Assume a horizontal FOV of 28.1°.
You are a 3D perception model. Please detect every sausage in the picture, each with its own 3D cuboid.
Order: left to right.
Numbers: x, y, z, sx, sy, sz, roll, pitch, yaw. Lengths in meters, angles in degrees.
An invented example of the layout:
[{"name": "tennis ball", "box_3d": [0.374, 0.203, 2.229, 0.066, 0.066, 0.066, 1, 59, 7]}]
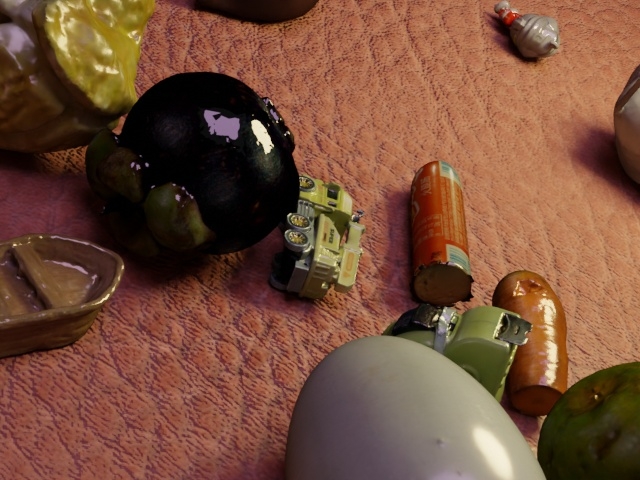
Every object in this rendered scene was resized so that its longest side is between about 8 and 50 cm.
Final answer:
[{"name": "sausage", "box_3d": [0.152, -0.021, 1.629, 0.083, 0.083, 0.264, 17, 35, -10]}]

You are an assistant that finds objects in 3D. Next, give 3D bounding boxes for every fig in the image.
[{"name": "fig", "box_3d": [0.352, 0.269, 1.326, 0.275, 0.206, 0.206, 59, 37, -10]}]

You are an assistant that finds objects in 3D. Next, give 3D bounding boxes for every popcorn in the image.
[{"name": "popcorn", "box_3d": [-0.327, -0.234, 1.490, 0.276, 0.225, 0.277, 36, 41, -39]}]

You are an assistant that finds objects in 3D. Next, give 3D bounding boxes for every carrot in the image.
[{"name": "carrot", "box_3d": [0.253, 0.118, 1.507, 0.087, 0.087, 0.193, 12, 40, -17]}]

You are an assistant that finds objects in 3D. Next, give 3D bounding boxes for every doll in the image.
[{"name": "doll", "box_3d": [0.353, -0.357, 2.168, 0.094, 0.079, 0.180, 30, 14, -36]}]

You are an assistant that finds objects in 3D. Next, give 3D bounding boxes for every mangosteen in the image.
[{"name": "mangosteen", "box_3d": [-0.141, -0.079, 1.430, 0.242, 0.243, 0.243, 16, 37, -12]}]

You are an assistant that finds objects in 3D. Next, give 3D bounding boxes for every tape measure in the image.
[{"name": "tape measure", "box_3d": [0.127, 0.141, 1.341, 0.154, 0.178, 0.087, 17, 34, 12]}]

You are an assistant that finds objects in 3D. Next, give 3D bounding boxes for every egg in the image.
[{"name": "egg", "box_3d": [0.083, 0.230, 1.143, 0.229, 0.230, 0.371, 8, 34, -22]}]

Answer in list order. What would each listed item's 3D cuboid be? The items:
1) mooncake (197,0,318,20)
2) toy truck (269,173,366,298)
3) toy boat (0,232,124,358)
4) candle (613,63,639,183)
[{"name": "mooncake", "box_3d": [-0.134, -0.490, 1.965, 0.333, 0.174, 0.326, 11, 41, -20]}, {"name": "toy truck", "box_3d": [0.000, 0.000, 1.510, 0.100, 0.077, 0.169, 16, 36, -7]}, {"name": "toy boat", "box_3d": [-0.287, 0.053, 1.290, 0.188, 0.061, 0.116, -11, 48, -39]}, {"name": "candle", "box_3d": [0.581, -0.176, 1.951, 0.342, 0.221, 0.221, 7, 40, -19]}]
